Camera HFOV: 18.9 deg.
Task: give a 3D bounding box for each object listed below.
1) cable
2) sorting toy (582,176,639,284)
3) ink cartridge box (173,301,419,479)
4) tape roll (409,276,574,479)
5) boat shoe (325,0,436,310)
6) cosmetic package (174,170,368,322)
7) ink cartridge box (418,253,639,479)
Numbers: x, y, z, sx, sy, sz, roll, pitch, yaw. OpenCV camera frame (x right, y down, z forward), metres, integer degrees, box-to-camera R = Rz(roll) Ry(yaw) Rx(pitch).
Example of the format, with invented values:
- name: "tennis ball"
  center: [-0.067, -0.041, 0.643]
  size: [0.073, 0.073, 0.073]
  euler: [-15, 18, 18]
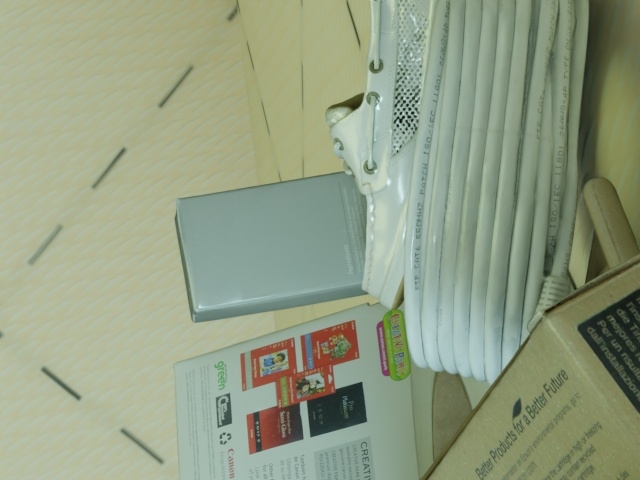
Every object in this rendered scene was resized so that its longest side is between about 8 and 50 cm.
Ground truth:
- name: "cable"
  center: [0.104, -0.043, 1.114]
  size: [0.257, 0.089, 0.257]
  euler: [-4, -83, -83]
- name: "sorting toy"
  center: [0.169, 0.100, 0.991]
  size: [0.208, 0.038, 0.193]
  euler: [85, 174, -46]
- name: "ink cartridge box"
  center: [0.021, 0.226, 1.715]
  size: [0.130, 0.272, 0.309]
  euler: [54, -156, -48]
- name: "tape roll"
  center: [0.135, 0.181, 1.375]
  size: [0.392, 0.072, 0.392]
  euler: [173, 90, -82]
- name: "boat shoe"
  center: [0.051, -0.086, 1.462]
  size: [0.098, 0.096, 0.277]
  euler: [-50, -31, -74]
- name: "cosmetic package"
  center: [0.000, 0.000, 1.595]
  size: [0.127, 0.238, 0.107]
  euler: [135, 128, -80]
- name: "ink cartridge box"
  center: [0.147, 0.131, 0.814]
  size: [0.193, 0.088, 0.235]
  euler: [56, 158, 15]
